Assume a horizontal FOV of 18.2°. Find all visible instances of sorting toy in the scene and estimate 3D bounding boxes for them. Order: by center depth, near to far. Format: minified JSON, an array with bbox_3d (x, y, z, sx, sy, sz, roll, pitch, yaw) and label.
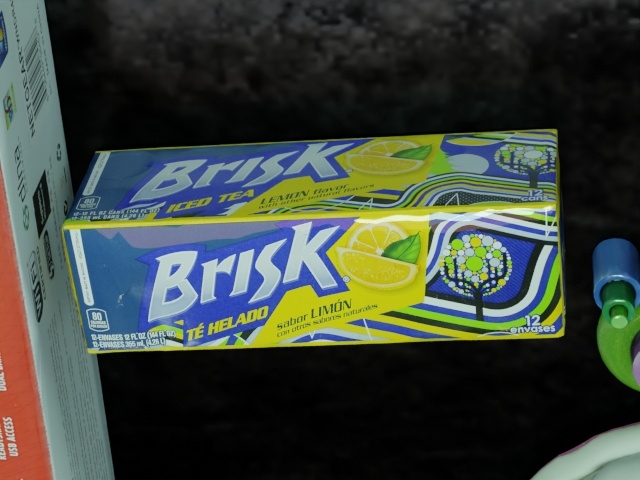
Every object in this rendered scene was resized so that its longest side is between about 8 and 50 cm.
[{"bbox_3d":[0.126,0.023,0.704,0.061,0.042,0.102,13,123,-1],"label":"sorting toy"}]

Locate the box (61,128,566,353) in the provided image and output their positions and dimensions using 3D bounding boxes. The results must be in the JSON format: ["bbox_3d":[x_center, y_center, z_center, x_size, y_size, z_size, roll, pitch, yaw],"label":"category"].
[{"bbox_3d":[0.000,0.000,0.695,0.168,0.059,0.054,-3,119,9],"label":"box"}]

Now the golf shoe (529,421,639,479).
[{"bbox_3d":[0.077,0.176,0.752,0.306,0.140,0.115,-36,110,24],"label":"golf shoe"}]

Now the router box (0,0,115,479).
[{"bbox_3d":[-0.241,0.002,0.714,0.301,0.082,0.335,0,122,7],"label":"router box"}]
